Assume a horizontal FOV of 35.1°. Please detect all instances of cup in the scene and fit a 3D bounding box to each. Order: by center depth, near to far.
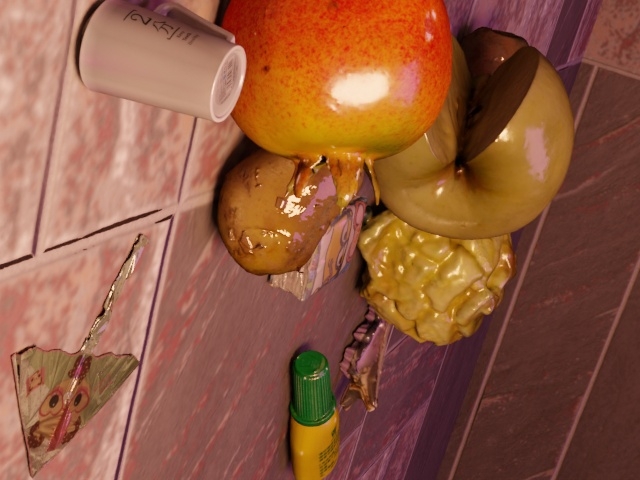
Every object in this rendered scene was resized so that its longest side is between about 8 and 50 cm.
[{"bbox_3d":[-0.116,-0.147,0.788,0.074,0.116,0.104,95,18,-45],"label":"cup"}]

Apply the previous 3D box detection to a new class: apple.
[{"bbox_3d":[0.195,-0.149,1.362,0.254,0.292,0.292,-69,169,-51],"label":"apple"}]

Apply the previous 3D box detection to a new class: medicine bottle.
[{"bbox_3d":[-0.010,0.280,1.611,0.309,0.076,0.111,90,23,-50],"label":"medicine bottle"}]

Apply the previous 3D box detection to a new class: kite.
[{"bbox_3d":[-0.219,0.108,0.948,0.250,0.012,0.229,-68,162,-4],"label":"kite"}]

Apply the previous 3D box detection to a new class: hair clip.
[{"bbox_3d":[0.104,0.166,1.804,0.292,0.084,0.106,-67,157,-17],"label":"hair clip"}]

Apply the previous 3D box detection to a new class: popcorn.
[{"bbox_3d":[0.200,0.030,1.656,0.293,0.237,0.293,-54,161,-29],"label":"popcorn"}]

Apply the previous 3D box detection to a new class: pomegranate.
[{"bbox_3d":[0.013,-0.152,0.940,0.221,0.220,0.257,22,64,-71],"label":"pomegranate"}]

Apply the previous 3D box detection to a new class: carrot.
[{"bbox_3d":[0.269,-0.214,1.736,0.138,0.138,0.302,-37,145,-57],"label":"carrot"}]

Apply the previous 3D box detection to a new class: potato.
[{"bbox_3d":[-0.037,-0.046,1.075,0.176,0.137,0.137,-50,159,-7],"label":"potato"}]

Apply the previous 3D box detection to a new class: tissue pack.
[{"bbox_3d":[0.000,0.000,1.338,0.155,0.065,0.116,-29,139,-61],"label":"tissue pack"}]
